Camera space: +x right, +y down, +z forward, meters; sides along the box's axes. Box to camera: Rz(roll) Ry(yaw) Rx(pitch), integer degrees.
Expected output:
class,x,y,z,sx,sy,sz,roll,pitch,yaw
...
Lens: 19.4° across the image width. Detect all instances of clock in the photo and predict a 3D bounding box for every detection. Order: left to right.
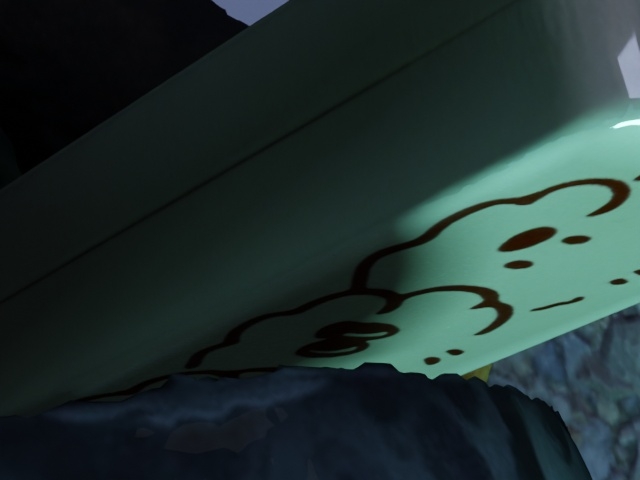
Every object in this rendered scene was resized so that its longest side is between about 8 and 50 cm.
class,x,y,z,sx,sy,sz,roll,pitch,yaw
clock,-0.071,0.116,0.469,0.313,0.313,0.061,6,60,-42

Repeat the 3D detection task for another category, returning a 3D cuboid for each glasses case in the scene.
class,x,y,z,sx,sy,sz,roll,pitch,yaw
glasses case,0.000,0.000,0.569,0.144,0.336,0.076,6,66,-42

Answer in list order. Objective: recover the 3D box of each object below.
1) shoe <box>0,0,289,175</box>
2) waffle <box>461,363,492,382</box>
class,x,y,z,sx,sy,sz,roll,pitch,yaw
shoe,-0.098,-0.122,0.658,0.384,0.171,0.237,-2,67,-53
waffle,0.037,0.003,0.828,0.125,0.032,0.191,41,45,-24
